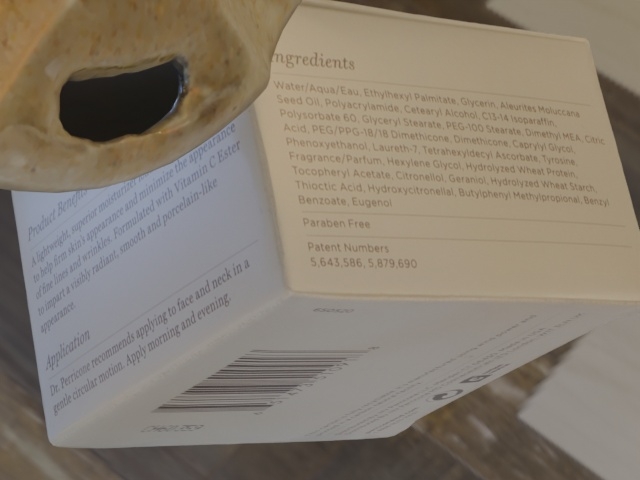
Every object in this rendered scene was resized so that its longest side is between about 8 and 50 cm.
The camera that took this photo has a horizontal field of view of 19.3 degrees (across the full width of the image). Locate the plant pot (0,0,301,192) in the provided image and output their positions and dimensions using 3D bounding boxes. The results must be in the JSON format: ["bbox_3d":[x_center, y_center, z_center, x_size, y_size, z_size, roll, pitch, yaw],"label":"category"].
[{"bbox_3d":[-0.158,-0.154,0.514,0.305,0.334,0.334,18,73,34],"label":"plant pot"}]

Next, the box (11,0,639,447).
[{"bbox_3d":[0.000,0.000,0.747,0.181,0.182,0.119,-33,62,48],"label":"box"}]
